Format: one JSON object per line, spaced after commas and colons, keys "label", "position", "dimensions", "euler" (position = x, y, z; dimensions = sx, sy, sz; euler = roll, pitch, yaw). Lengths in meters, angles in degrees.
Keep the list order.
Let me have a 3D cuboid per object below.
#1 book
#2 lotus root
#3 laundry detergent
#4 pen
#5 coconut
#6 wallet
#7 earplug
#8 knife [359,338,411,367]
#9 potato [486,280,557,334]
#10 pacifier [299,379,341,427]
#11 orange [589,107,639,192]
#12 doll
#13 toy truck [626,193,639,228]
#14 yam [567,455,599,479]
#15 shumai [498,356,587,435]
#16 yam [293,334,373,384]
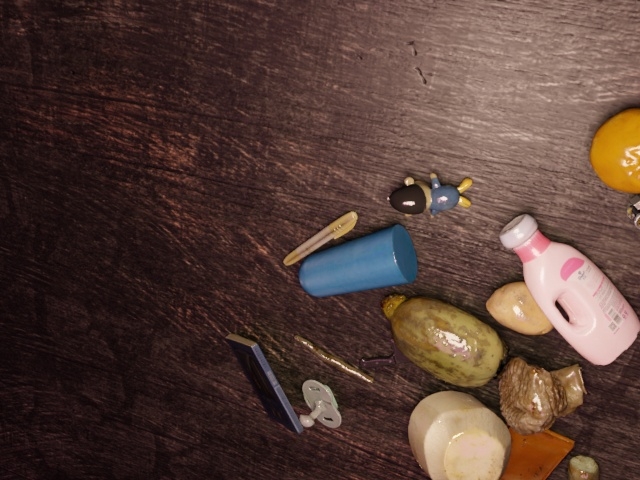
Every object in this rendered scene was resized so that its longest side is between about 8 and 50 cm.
{"label": "book", "position": [-0.150, 0.373, 1.545], "dimensions": [0.190, 0.025, 0.269], "euler": [-1, 118, 62]}
{"label": "lotus root", "position": [0.270, 0.221, 1.331], "dimensions": [0.309, 0.173, 0.173], "euler": [25, 118, 17]}
{"label": "laundry detergent", "position": [0.501, 0.091, 1.203], "dimensions": [0.335, 0.159, 0.088], "euler": [47, 163, -2]}
{"label": "pen", "position": [0.000, 0.000, 1.395], "dimensions": [0.233, 0.032, 0.040], "euler": [-35, 121, 29]}
{"label": "coconut", "position": [0.324, 0.471, 1.382], "dimensions": [0.241, 0.241, 0.241], "euler": [7, 114, 16]}
{"label": "wallet", "position": [0.498, 0.522, 1.436], "dimensions": [0.160, 0.042, 0.196], "euler": [24, 115, 3]}
{"label": "earplug", "position": [0.071, 0.061, 1.345], "dimensions": [0.272, 0.132, 0.133], "euler": [-16, 106, 28]}
{"label": "knife", "position": [0.206, 0.271, 1.446], "dimensions": [0.245, 0.019, 0.072], "euler": [-13, 103, 21]}
{"label": "potato", "position": [0.436, 0.144, 1.262], "dimensions": [0.146, 0.112, 0.112], "euler": [20, 117, 1]}
{"label": "pacifier", "position": [-0.016, 0.442, 1.541], "dimensions": [0.126, 0.116, 0.151], "euler": [2, 119, 45]}
{"label": "orange", "position": [0.574, -0.161, 1.064], "dimensions": [0.158, 0.136, 0.159], "euler": [9, 117, 17]}
{"label": "doll", "position": [0.229, -0.094, 1.249], "dimensions": [0.179, 0.089, 0.102], "euler": [-4, 113, -4]}
{"label": "toy truck", "position": [0.671, -0.024, 1.118], "dimensions": [0.192, 0.083, 0.092], "euler": [46, 113, -3]}
{"label": "yam", "position": [0.647, 0.697, 1.437], "dimensions": [0.083, 0.083, 0.372], "euler": [-5, 110, 21]}
{"label": "shumai", "position": [0.497, 0.343, 1.291], "dimensions": [0.175, 0.206, 0.167], "euler": [1, 80, 1]}
{"label": "yam", "position": [0.031, 0.309, 1.518], "dimensions": [0.234, 0.029, 0.027], "euler": [29, 91, 7]}
